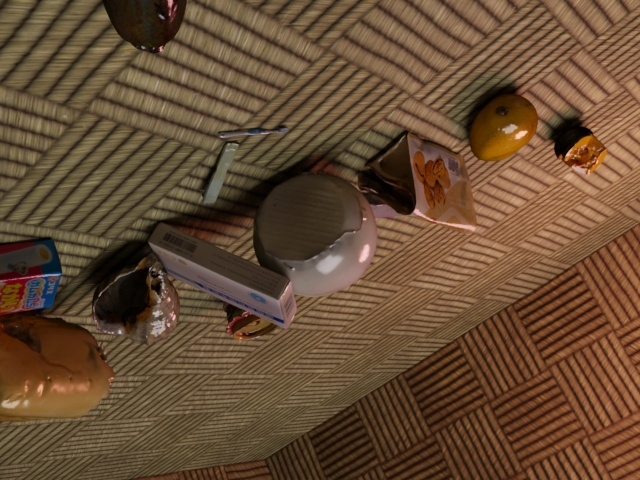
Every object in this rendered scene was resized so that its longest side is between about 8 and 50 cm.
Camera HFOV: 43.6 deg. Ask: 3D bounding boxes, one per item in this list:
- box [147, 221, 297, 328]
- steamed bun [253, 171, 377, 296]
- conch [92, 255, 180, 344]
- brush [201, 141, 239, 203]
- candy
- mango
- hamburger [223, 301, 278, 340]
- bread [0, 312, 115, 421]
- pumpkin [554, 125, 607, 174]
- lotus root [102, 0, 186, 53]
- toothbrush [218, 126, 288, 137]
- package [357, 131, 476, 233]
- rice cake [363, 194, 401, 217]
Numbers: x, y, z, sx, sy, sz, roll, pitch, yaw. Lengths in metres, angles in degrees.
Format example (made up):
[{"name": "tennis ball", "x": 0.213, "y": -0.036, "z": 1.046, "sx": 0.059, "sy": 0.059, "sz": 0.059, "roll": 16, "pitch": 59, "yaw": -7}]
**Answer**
[{"name": "box", "x": -0.225, "y": 0.085, "z": 1.875, "sx": 0.065, "sy": 0.344, "sz": 0.200, "roll": -62, "pitch": 166, "yaw": -21}, {"name": "steamed bun", "x": 0.000, "y": 0.000, "z": 1.918, "sx": 0.310, "sy": 0.309, "sz": 0.309, "roll": -21, "pitch": 155, "yaw": -10}, {"name": "conch", "x": -0.446, "y": 0.133, "z": 1.949, "sx": 0.210, "sy": 0.159, "sz": 0.291, "roll": 2, "pitch": 125, "yaw": -14}, {"name": "brush", "x": -0.219, "y": -0.151, "z": 1.739, "sx": 0.033, "sy": 0.030, "sz": 0.178, "roll": 8, "pitch": 132, "yaw": -26}, {"name": "candy", "x": -0.711, "y": 0.092, "z": 1.672, "sx": 0.306, "sy": 0.100, "sz": 0.157, "roll": -9, "pitch": 151, "yaw": -33}, {"name": "mango", "x": 0.462, "y": -0.276, "z": 2.033, "sx": 0.177, "sy": 0.119, "sz": 0.317, "roll": -26, "pitch": 165, "yaw": -4}, {"name": "hamburger", "x": -0.203, "y": 0.200, "z": 2.323, "sx": 0.175, "sy": 0.136, "sz": 0.175, "roll": -17, "pitch": 157, "yaw": -7}, {"name": "bread", "x": -0.726, "y": 0.281, "z": 1.831, "sx": 0.361, "sy": 0.250, "sz": 0.394, "roll": -11, "pitch": 162, "yaw": 32}, {"name": "pumpkin", "x": 0.734, "y": -0.271, "z": 2.298, "sx": 0.119, "sy": 0.107, "sz": 0.183, "roll": -42, "pitch": 144, "yaw": 17}, {"name": "lotus root", "x": -0.252, "y": -0.375, "z": 1.141, "sx": 0.124, "sy": 0.122, "sz": 0.241, "roll": 9, "pitch": 152, "yaw": -4}, {"name": "toothbrush", "x": -0.140, "y": -0.226, "z": 1.676, "sx": 0.162, "sy": 0.014, "sz": 0.017, "roll": -11, "pitch": 166, "yaw": -29}, {"name": "package", "x": 0.251, "y": -0.127, "z": 2.067, "sx": 0.165, "sy": 0.221, "sz": 0.311, "roll": -17, "pitch": 164, "yaw": 37}, {"name": "rice cake", "x": 0.226, "y": -0.103, "z": 2.216, "sx": 0.365, "sy": 0.056, "sz": 0.072, "roll": -7, "pitch": 145, "yaw": -34}]
